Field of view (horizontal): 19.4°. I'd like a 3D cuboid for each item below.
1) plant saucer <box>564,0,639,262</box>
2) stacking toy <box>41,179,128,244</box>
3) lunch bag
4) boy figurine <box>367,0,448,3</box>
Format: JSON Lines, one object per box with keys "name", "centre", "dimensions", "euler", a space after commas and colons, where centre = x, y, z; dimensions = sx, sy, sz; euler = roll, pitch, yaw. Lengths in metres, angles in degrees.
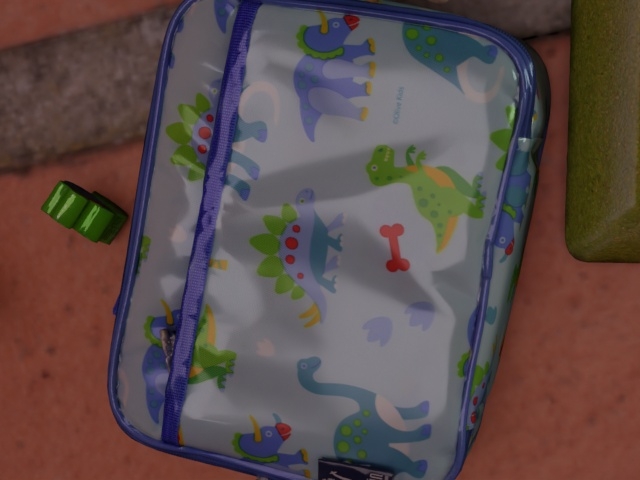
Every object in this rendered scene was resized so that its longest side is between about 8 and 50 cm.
{"name": "plant saucer", "centre": [0.200, -0.077, 0.789], "dimensions": [0.188, 0.045, 0.188], "euler": [1, 101, 6]}
{"name": "stacking toy", "centre": [-0.206, 0.017, 0.825], "dimensions": [0.167, 0.221, 0.052], "euler": [-57, 44, 7]}
{"name": "lunch bag", "centre": [0.000, 0.000, 0.828], "dimensions": [0.176, 0.090, 0.219], "euler": [14, 97, 12]}
{"name": "boy figurine", "centre": [0.014, -0.170, 0.772], "dimensions": [0.285, 0.092, 0.177], "euler": [-15, 69, 14]}
